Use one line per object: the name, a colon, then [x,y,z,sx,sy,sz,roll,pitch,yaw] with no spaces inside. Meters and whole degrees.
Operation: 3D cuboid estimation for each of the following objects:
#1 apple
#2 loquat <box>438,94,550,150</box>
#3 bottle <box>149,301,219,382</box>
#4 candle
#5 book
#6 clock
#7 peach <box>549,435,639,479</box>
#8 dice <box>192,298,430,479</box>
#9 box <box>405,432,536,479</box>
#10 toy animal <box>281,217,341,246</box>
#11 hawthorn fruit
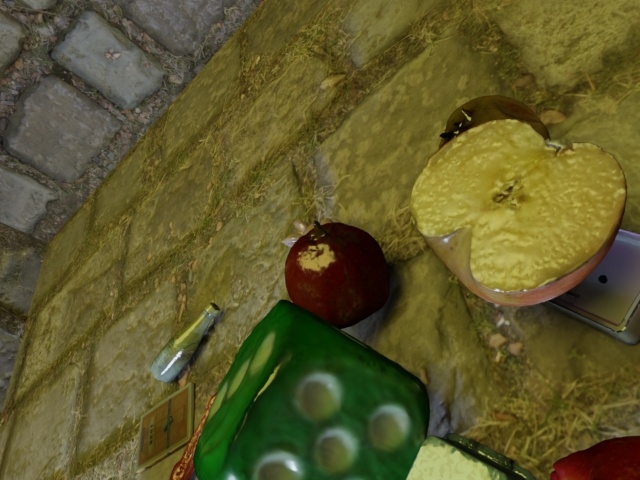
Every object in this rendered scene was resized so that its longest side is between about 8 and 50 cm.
apple: [0.296,-0.031,0.816,0.251,0.163,0.293,-44,50,4]
loquat: [0.312,-0.165,0.987,0.213,0.213,0.213,-29,44,33]
bottle: [-0.383,0.289,1.561,0.269,0.083,0.083,-50,36,5]
candle: [-0.310,0.515,1.330,0.329,0.051,0.048,-64,11,-10]
book: [-0.429,0.516,1.497,0.242,0.018,0.170,-37,41,26]
clock: [0.411,0.050,0.821,0.147,0.071,0.192,-59,36,-1]
peach: [0.359,0.373,0.440,0.406,0.310,0.335,-97,13,-55]
dice: [-0.018,0.289,0.897,0.300,0.287,0.297,-61,14,-5]
box: [0.190,0.398,0.769,0.162,0.130,0.227,18,76,41]
toy animal: [0.001,0.002,1.318,0.124,0.124,0.212,-62,27,-6]
hawthorn fruit: [0.030,0.058,1.109,0.215,0.249,0.215,-19,26,10]
